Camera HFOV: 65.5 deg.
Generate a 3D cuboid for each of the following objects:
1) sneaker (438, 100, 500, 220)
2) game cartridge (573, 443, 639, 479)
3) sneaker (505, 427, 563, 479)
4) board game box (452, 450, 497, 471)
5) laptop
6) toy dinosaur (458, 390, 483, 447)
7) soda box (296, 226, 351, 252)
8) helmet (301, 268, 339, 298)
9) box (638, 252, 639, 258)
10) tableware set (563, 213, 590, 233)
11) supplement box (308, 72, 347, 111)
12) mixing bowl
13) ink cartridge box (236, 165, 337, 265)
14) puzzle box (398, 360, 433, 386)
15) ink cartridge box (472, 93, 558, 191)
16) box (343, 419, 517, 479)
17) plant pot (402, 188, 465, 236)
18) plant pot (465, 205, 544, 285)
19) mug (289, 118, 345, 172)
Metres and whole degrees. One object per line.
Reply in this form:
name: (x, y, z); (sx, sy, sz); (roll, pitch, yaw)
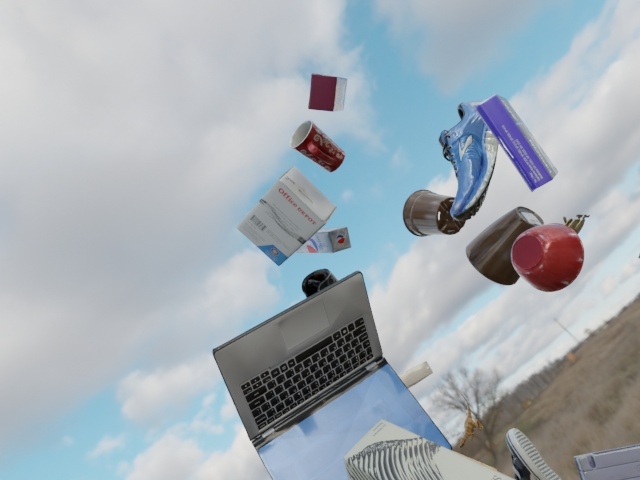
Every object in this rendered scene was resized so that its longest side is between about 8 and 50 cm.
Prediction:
sneaker: (0.362, -0.204, 1.249); (0.130, 0.147, 0.330); (64, -140, -67)
game cartridge: (0.901, 0.670, 1.340); (0.355, 0.230, 0.068); (-12, -15, 3)
sneaker: (0.692, 0.774, 1.645); (0.127, 0.321, 0.126); (-38, 3, 25)
board game box: (0.252, 0.814, 1.450); (0.356, 0.356, 0.356); (101, -168, -51)
laptop: (0.039, 0.349, 1.077); (0.382, 0.236, 0.408); (-27, -64, -23)
toy dinosaur: (0.600, 0.729, 2.001); (0.064, 0.211, 0.112); (-17, -44, 42)
soda box: (0.000, 0.000, 2.064); (0.098, 0.091, 0.286); (-16, 8, -33)
helmet: (0.010, 0.223, 2.162); (0.169, 0.169, 0.161); (-32, -63, -19)
box: (0.977, 0.050, 1.376); (0.059, 0.169, 0.054); (9, -80, -16)
tableware set: (0.923, -0.048, 1.837); (0.194, 0.039, 0.128); (-3, -58, -50)
supplement box: (0.025, -0.458, 1.547); (0.188, 0.081, 0.104); (-52, -30, -70)
mixing bowl: (0.555, 0.036, 1.265); (0.098, 0.181, 0.181); (12, -55, -30)
ink cartridge box: (-0.126, -0.085, 1.810); (0.307, 0.223, 0.129); (-41, 8, 39)
puzzle box: (0.209, 0.590, 1.873); (0.409, 0.052, 0.272); (-23, -20, -14)
ink cartridge box: (0.406, -0.204, 1.021); (0.045, 0.206, 0.208); (-35, -6, 31)
box: (0.173, 0.381, 0.748); (0.113, 0.275, 0.094); (-31, -65, -38)
plant pot: (0.390, -0.086, 1.675); (0.167, 0.165, 0.167); (-3, -82, -23)
plant pot: (0.662, 0.002, 1.733); (0.215, 0.215, 0.230); (-15, -36, -41)
mug: (-0.008, -0.298, 1.671); (0.169, 0.150, 0.113); (33, -44, -32)
